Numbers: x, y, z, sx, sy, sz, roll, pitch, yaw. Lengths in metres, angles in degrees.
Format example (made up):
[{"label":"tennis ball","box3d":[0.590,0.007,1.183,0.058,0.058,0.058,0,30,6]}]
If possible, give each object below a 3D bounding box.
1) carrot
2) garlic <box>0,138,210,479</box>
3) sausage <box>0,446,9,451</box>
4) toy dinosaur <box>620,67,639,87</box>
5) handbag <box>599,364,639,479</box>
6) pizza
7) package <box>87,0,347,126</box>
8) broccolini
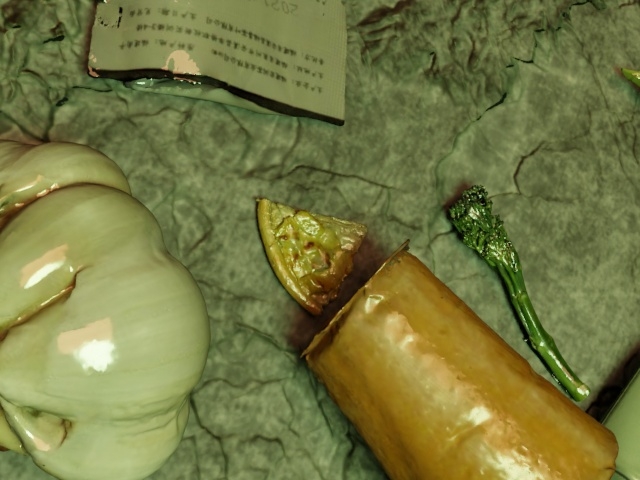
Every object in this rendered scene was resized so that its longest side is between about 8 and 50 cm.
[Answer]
[{"label":"carrot","box3d":[0.102,0.149,0.832,0.254,0.196,0.196,44,68,1]},{"label":"garlic","box3d":[-0.187,0.049,0.719,0.203,0.184,0.281,-18,93,-57]},{"label":"sausage","box3d":[-0.304,0.103,0.761,0.177,0.047,0.040,42,105,-9]},{"label":"toy dinosaur","box3d":[0.428,-0.099,1.050,0.259,0.094,0.153,25,71,-5]},{"label":"handbag","box3d":[0.403,0.199,0.968,0.315,0.109,0.241,-38,94,-26]},{"label":"pizza","box3d":[0.000,0.000,0.905,0.108,0.026,0.123,-26,88,-25]},{"label":"package","box3d":[-0.083,-0.223,0.906,0.251,0.062,0.204,8,77,-22]},{"label":"broccolini","box3d":[0.198,0.056,0.955,0.051,0.054,0.239,-31,92,-37]}]
